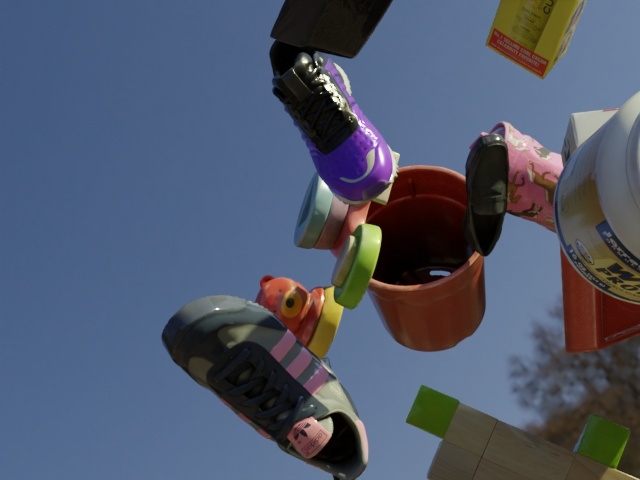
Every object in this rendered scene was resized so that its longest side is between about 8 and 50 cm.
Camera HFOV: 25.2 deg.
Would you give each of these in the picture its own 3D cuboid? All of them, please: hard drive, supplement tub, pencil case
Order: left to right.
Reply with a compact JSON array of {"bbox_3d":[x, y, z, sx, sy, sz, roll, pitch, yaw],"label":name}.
[{"bbox_3d":[0.050,-0.341,1.751,0.172,0.054,0.254,1,-59,-60],"label":"hard drive"},{"bbox_3d":[0.455,-0.083,2.623,0.167,0.386,0.160,180,111,-75],"label":"pencil case"},{"bbox_3d":[0.402,-0.056,1.602,0.228,0.228,0.316,-35,-6,-9],"label":"supplement tub"}]

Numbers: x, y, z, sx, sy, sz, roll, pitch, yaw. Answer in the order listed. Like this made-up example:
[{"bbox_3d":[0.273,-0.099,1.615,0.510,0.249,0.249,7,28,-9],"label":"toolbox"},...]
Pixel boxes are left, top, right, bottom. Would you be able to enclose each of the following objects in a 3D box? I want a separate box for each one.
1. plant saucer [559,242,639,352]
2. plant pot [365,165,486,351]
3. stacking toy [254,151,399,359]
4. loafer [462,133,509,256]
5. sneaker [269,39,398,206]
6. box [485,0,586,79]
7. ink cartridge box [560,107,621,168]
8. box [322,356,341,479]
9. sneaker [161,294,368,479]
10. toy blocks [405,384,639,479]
[{"bbox_3d":[0.464,0.033,2.014,0.258,0.048,0.259,-20,-53,-13],"label":"plant saucer"},{"bbox_3d":[0.187,0.052,2.592,0.272,0.272,0.265,-33,-37,-11],"label":"plant pot"},{"bbox_3d":[0.000,0.000,2.214,0.130,0.309,0.279,18,-28,-9],"label":"stacking toy"},{"bbox_3d":[0.275,-0.073,2.336,0.076,0.078,0.223,-7,-50,-11],"label":"loafer"},{"bbox_3d":[-0.002,-0.171,1.920,0.102,0.293,0.146,-36,-42,9],"label":"sneaker"},{"bbox_3d":[0.252,-0.284,1.567,0.058,0.087,0.232,-50,-13,-30],"label":"box"},{"bbox_3d":[0.405,-0.135,2.058,0.099,0.056,0.135,-7,-21,1],"label":"ink cartridge box"},{"bbox_3d":[0.024,0.347,2.674,0.045,0.190,0.184,-11,-49,1],"label":"box"},{"bbox_3d":[-0.044,0.167,1.573,0.112,0.131,0.319,-44,-43,10],"label":"sneaker"},{"bbox_3d":[0.278,0.301,1.736,0.261,0.381,0.190,66,-133,-81],"label":"toy blocks"}]
